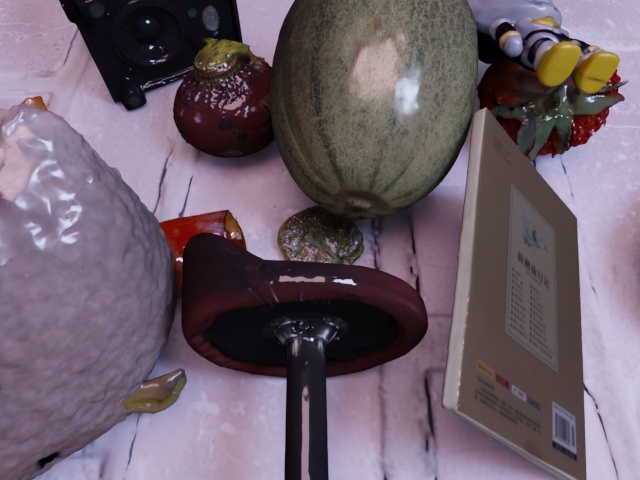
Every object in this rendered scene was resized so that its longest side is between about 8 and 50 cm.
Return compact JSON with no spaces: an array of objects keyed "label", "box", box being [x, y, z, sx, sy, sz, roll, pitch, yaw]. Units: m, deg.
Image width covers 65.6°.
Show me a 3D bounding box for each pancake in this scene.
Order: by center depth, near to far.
[{"label":"pancake","box":[0.001,0.001,0.607,0.108,0.017,0.108,-1,61,3]}]

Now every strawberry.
[{"label":"strawberry","box":[0.288,-0.196,0.682,0.174,0.098,0.228,-19,37,6]}]

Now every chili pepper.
[{"label":"chili pepper","box":[-0.178,0.024,0.563,0.192,0.084,0.086,-15,26,-10]}]

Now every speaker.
[{"label":"speaker","box":[-0.268,-0.369,0.755,0.232,0.184,0.254,-25,59,-14]}]

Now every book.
[{"label":"book","box":[0.201,0.047,0.484,0.021,0.217,0.310,-20,44,44]}]

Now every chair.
[{"label":"chair","box":[-0.014,0.175,0.378,0.227,0.226,0.401,-3,57,0]}]

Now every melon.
[{"label":"melon","box":[0.060,-0.180,0.584,0.249,0.248,0.329,7,61,6]}]

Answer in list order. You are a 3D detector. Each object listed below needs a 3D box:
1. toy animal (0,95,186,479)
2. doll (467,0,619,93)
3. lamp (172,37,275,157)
[{"label":"toy animal","box":[-0.236,0.058,0.425,0.188,0.358,0.226,35,26,30]},{"label":"doll","box":[0.242,-0.268,0.629,0.146,0.103,0.316,-13,39,1]},{"label":"lamp","box":[-0.122,-0.190,0.662,0.156,0.135,0.157,-26,61,-11]}]
